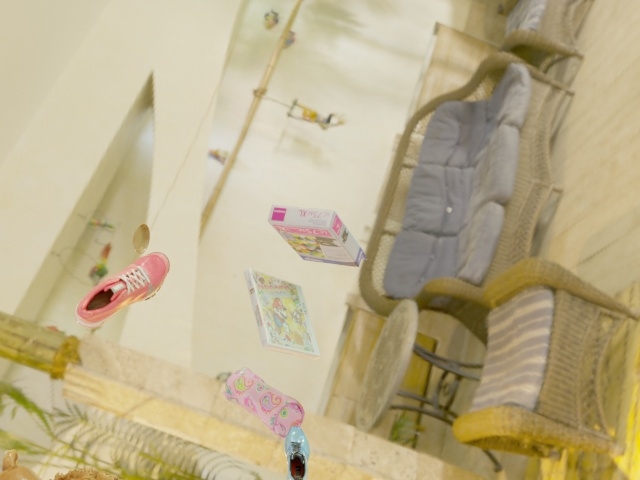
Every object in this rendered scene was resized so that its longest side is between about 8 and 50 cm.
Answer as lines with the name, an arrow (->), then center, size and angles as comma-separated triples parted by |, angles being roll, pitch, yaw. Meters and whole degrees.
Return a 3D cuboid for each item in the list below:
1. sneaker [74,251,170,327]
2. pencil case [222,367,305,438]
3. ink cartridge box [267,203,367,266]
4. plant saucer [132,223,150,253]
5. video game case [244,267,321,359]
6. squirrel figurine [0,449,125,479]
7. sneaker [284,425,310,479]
sneaker -> -0.563, 0.142, 1.947 | 0.313, 0.116, 0.136 | -38, -1, -21
pencil case -> -0.174, 0.482, 2.013 | 0.284, 0.124, 0.124 | 19, 87, 46
ink cartridge box -> 0.000, 0.000, 1.867 | 0.311, 0.185, 0.065 | 47, -126, -59
plant saucer -> -0.486, -0.005, 1.816 | 0.083, 0.015, 0.084 | 8, -90, -76
video game case -> -0.092, 0.185, 1.678 | 0.026, 0.227, 0.206 | -30, 61, 23
squirrel figurine -> -0.599, 0.593, 1.417 | 0.397, 0.281, 0.371 | -21, -42, -50
sneaker -> -0.050, 0.509, 1.588 | 0.073, 0.063, 0.162 | 100, 168, -47
